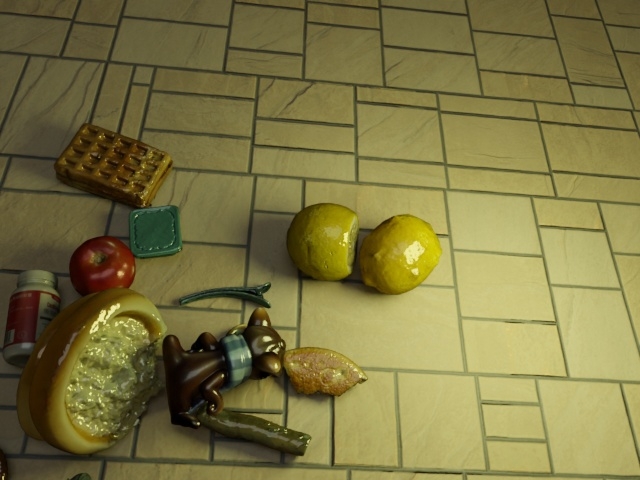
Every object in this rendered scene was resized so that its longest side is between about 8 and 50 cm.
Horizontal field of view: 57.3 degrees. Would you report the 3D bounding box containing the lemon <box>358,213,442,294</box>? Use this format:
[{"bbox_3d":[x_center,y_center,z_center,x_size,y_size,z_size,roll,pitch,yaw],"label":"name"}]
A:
[{"bbox_3d":[0.240,0.044,1.801,0.288,0.233,0.233,-39,71,-19],"label":"lemon"}]

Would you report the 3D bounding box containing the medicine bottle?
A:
[{"bbox_3d":[-0.794,0.215,1.620,0.131,0.131,0.250,-3,60,-9],"label":"medicine bottle"}]

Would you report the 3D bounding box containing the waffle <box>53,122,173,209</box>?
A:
[{"bbox_3d":[-0.678,-0.243,1.933,0.328,0.098,0.224,19,61,5],"label":"waffle"}]

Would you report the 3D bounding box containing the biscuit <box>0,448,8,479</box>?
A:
[{"bbox_3d":[-0.876,0.589,1.425,0.221,0.066,0.220,5,59,-8],"label":"biscuit"}]

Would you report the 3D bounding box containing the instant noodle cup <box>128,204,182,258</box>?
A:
[{"bbox_3d":[-0.514,-0.019,1.833,0.157,0.070,0.179,-7,61,-10],"label":"instant noodle cup"}]

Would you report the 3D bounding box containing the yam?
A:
[{"bbox_3d":[-0.182,0.505,1.562,0.317,0.067,0.071,17,17,3],"label":"yam"}]

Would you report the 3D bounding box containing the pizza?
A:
[{"bbox_3d":[0.001,0.371,1.661,0.271,0.056,0.134,3,74,1],"label":"pizza"}]

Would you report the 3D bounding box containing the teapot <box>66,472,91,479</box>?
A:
[{"bbox_3d":[-0.603,0.623,1.447,0.057,0.066,0.088,-11,83,9],"label":"teapot"}]

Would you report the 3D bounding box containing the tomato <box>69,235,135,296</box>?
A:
[{"bbox_3d":[-0.635,0.085,1.713,0.195,0.136,0.195,1,59,-2],"label":"tomato"}]

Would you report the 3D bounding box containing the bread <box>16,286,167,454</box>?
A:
[{"bbox_3d":[-0.585,0.332,1.533,0.329,0.245,0.424,37,61,-35],"label":"bread"}]

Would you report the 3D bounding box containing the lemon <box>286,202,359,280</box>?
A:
[{"bbox_3d":[0.000,0.000,1.797,0.219,0.240,0.240,7,57,15],"label":"lemon"}]

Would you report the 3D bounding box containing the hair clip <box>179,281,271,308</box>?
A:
[{"bbox_3d":[-0.287,0.169,1.771,0.275,0.048,0.083,-2,61,-2],"label":"hair clip"}]

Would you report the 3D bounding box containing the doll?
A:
[{"bbox_3d":[-0.256,0.338,1.561,0.340,0.209,0.318,-20,42,-15],"label":"doll"}]
